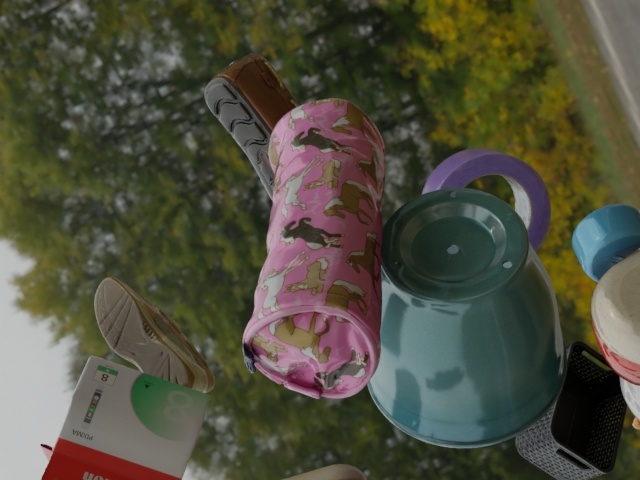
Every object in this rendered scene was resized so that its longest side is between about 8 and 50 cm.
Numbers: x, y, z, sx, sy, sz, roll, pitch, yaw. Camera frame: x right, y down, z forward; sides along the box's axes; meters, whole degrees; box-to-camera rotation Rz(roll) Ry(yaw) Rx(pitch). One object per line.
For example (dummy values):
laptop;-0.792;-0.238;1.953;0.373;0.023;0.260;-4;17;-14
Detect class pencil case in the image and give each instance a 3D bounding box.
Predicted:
pencil case;0.000;0.000;1.433;0.160;0.167;0.386;51;-151;-37

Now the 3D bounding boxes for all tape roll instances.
tape roll;0.253;-0.046;1.853;0.189;0.189;0.080;62;178;-14

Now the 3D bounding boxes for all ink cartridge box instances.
ink cartridge box;-0.262;0.272;1.616;0.225;0.181;0.056;-76;7;-52

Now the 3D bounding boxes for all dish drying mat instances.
dish drying mat;-0.420;0.340;1.892;0.032;0.008;0.083;23;153;10

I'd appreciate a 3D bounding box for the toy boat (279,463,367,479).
toy boat;-0.024;0.413;1.652;0.151;0.231;0.151;72;-179;-59

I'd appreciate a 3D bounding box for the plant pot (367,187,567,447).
plant pot;0.178;0.081;1.528;0.255;0.271;0.272;78;173;-49

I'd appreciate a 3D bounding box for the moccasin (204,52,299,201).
moccasin;-0.030;-0.128;1.925;0.380;0.147;0.139;52;144;0

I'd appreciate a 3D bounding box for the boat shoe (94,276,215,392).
boat shoe;-0.311;0.182;2.241;0.302;0.109;0.098;43;-159;29

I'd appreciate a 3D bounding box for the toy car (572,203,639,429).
toy car;0.356;0.103;1.107;0.238;0.210;0.219;74;178;-48

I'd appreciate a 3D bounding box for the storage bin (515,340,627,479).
storage bin;0.377;0.256;1.784;0.122;0.084;0.180;34;-125;-14
